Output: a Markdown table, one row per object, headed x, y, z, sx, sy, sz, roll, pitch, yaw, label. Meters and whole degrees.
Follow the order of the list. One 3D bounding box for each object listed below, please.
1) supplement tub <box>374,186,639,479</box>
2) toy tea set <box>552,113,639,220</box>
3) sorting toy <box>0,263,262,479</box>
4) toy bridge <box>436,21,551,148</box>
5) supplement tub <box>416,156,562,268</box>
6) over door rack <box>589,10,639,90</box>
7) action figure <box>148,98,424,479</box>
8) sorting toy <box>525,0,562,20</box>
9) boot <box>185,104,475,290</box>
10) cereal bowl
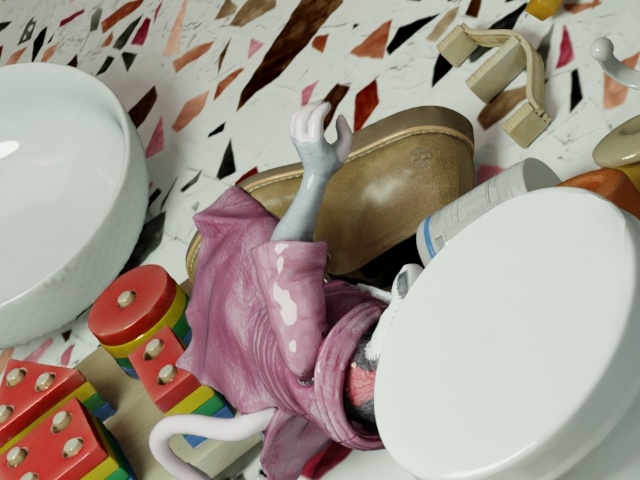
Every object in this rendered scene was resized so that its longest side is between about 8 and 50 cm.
| x | y | z | sx | sy | sz | roll | pitch | yaw | label |
| --- | --- | --- | --- | --- | --- | --- | --- | --- | --- |
| 0.180 | 0.111 | 0.893 | 0.191 | 0.272 | 0.191 | -34 | 36 | 29 | supplement tub |
| 0.282 | -0.009 | 1.069 | 0.200 | 0.124 | 0.336 | -36 | 17 | -31 | toy tea set |
| -0.186 | 0.142 | 1.473 | 0.257 | 0.089 | 0.255 | -38 | 31 | -2 | sorting toy |
| 0.153 | -0.146 | 1.422 | 0.063 | 0.026 | 0.188 | -44 | 32 | 11 | toy bridge |
| 0.133 | -0.009 | 1.271 | 0.107 | 0.071 | 0.071 | -31 | 38 | 31 | supplement tub |
| 0.333 | -0.229 | 1.155 | 0.324 | 0.108 | 0.239 | 5 | 64 | 62 | over door rack |
| -0.011 | 0.076 | 1.168 | 0.275 | 0.248 | 0.370 | -53 | 17 | -7 | action figure |
| 0.258 | -0.339 | 1.393 | 0.307 | 0.041 | 0.229 | -64 | 11 | -16 | sorting toy |
| 0.000 | 0.000 | 1.419 | 0.305 | 0.112 | 0.115 | -28 | 50 | 33 | boot |
| -0.329 | -0.019 | 1.785 | 0.339 | 0.141 | 0.339 | -12 | 52 | 16 | cereal bowl |
